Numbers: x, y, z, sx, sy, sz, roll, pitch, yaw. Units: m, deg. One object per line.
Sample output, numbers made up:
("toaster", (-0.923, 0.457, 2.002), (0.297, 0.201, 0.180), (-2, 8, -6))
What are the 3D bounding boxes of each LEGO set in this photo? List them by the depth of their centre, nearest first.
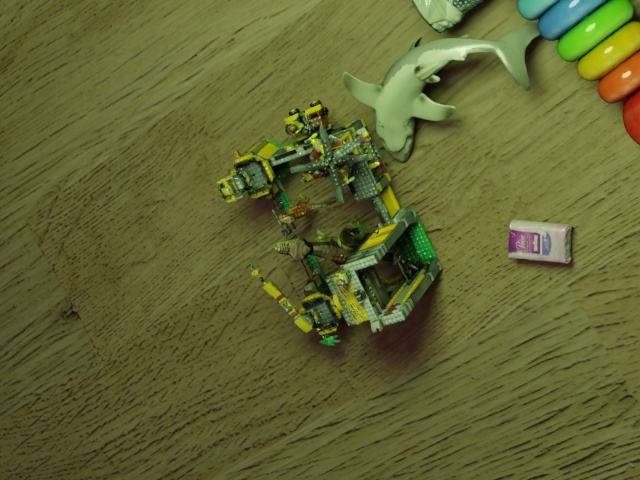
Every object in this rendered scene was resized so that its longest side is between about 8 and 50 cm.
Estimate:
("LEGO set", (0.000, 0.000, 2.076), (0.255, 0.192, 0.331), (-10, 109, 27))

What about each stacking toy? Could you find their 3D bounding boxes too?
("stacking toy", (0.342, -0.253, 1.908), (0.141, 0.141, 0.330), (-39, 89, 30))

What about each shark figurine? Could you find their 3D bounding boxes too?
("shark figurine", (0.147, -0.231, 2.034), (0.166, 0.116, 0.278), (38, 132, -22))

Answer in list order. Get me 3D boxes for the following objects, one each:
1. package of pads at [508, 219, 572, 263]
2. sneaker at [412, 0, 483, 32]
("package of pads", (0.287, 0.001, 2.043), (0.083, 0.032, 0.050), (6, 101, 28))
("sneaker", (0.133, -0.414, 2.010), (0.122, 0.110, 0.283), (-29, 89, 13))
